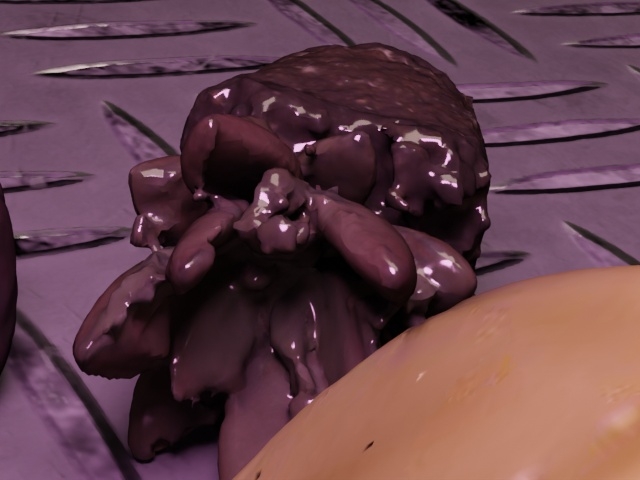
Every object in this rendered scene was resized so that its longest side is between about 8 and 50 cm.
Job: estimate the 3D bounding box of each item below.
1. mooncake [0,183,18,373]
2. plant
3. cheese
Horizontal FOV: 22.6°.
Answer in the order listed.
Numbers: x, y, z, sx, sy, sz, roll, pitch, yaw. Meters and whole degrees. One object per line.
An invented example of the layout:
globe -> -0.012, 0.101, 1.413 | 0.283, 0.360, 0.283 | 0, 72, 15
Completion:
mooncake -> -0.290, 0.006, 0.781 | 0.283, 0.141, 0.283 | 8, 25, -4
plant -> 0.000, 0.000, 0.827 | 0.182, 0.194, 0.320 | 9, 24, 6
cheese -> 0.066, 0.113, 0.558 | 0.128, 0.316, 0.259 | 47, 22, -19
